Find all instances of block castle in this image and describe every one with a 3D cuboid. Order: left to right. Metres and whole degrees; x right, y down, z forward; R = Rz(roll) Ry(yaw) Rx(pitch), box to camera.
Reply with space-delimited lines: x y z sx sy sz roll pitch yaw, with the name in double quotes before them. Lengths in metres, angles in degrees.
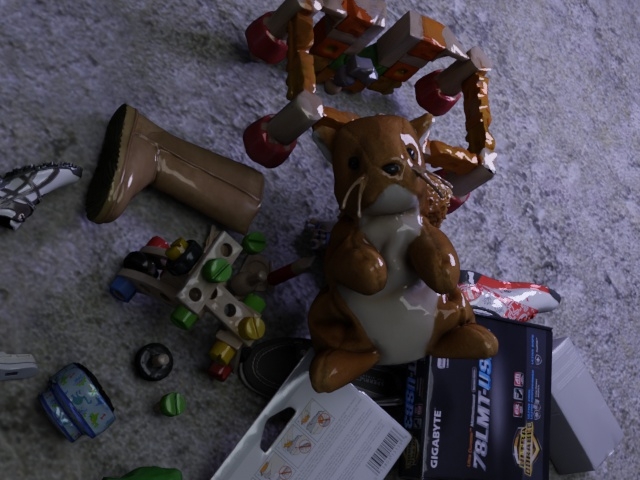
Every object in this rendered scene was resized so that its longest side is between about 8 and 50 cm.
"block castle" 0.084 -0.239 1.915 0.453 0.213 0.303 13 62 -29

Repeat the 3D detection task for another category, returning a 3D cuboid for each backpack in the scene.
"backpack" -0.340 0.232 1.514 0.084 0.114 0.105 -38 100 -19

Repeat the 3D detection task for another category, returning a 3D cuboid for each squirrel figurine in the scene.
"squirrel figurine" 0.091 -0.017 1.665 0.281 0.397 0.370 -10 105 2

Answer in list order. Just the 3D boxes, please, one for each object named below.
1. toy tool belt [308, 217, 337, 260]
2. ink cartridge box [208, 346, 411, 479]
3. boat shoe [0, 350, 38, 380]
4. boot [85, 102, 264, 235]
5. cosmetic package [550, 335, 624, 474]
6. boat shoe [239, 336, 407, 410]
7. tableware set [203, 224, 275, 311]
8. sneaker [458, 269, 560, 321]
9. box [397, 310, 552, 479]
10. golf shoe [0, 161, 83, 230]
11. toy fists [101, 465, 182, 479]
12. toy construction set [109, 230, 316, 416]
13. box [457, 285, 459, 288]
"toy tool belt" 0.000 0.000 1.897 0.051 0.052 0.083 9 62 0
"ink cartridge box" -0.021 0.344 1.698 0.239 0.060 0.275 44 71 -15
"boat shoe" -0.447 0.173 1.512 0.100 0.035 0.035 -1 47 -33
"boot" -0.221 -0.077 1.718 0.269 0.089 0.236 28 52 -27
"cosmetic package" 0.473 0.321 2.095 0.127 0.107 0.238 -31 96 -39
"boat shoe" 0.028 0.219 1.802 0.335 0.095 0.112 14 66 -32
"tableware set" -0.146 0.065 1.777 0.168 0.020 0.141 29 59 -25
"sneaker" 0.348 0.151 2.070 0.270 0.090 0.145 13 68 -29
"box" 0.274 0.275 1.861 0.293 0.073 0.295 14 75 -35
"golf shoe" -0.439 -0.063 1.580 0.198 0.077 0.094 -14 94 -32
"toy fists" -0.241 0.461 1.522 0.142 0.096 0.279 5 72 -25
"toy construction set" -0.134 0.076 1.625 0.309 0.237 0.257 -27 91 -35
"box" 0.243 0.183 1.946 0.063 0.067 0.324 -15 96 5
